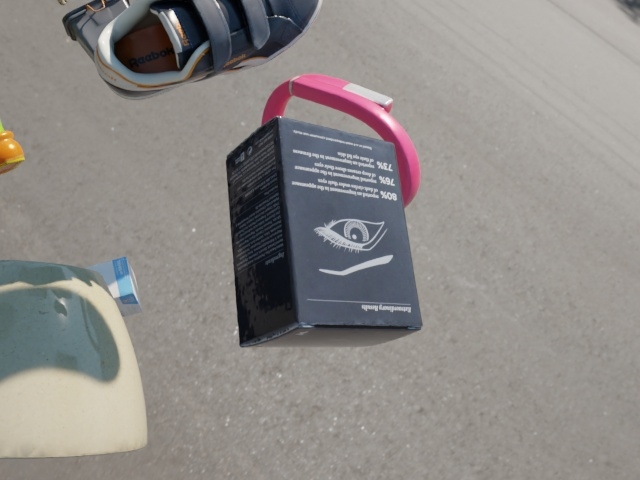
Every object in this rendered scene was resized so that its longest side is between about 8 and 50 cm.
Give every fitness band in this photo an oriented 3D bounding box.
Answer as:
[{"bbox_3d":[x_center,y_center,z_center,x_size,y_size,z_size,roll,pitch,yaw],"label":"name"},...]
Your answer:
[{"bbox_3d":[0.024,-0.141,1.061,0.291,0.209,0.054,26,41,27],"label":"fitness band"}]

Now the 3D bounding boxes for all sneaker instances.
[{"bbox_3d":[-0.138,-0.277,0.885,0.321,0.127,0.126,-28,94,-4],"label":"sneaker"}]

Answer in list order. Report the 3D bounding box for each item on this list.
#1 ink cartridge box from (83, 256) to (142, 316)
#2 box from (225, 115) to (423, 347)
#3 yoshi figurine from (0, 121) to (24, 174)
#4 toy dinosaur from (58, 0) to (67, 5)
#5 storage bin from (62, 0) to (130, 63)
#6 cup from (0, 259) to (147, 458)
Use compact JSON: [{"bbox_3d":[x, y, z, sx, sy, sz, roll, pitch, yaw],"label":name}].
[{"bbox_3d":[-0.444,0.107,1.369,0.143,0.092,0.089,-14,61,-10],"label":"ink cartridge box"},{"bbox_3d":[0.000,0.000,0.685,0.153,0.108,0.207,8,68,-35],"label":"box"},{"bbox_3d":[-0.651,-0.249,1.091,0.362,0.203,0.203,65,-4,-14],"label":"yoshi figurine"},{"bbox_3d":[-0.445,-0.446,1.053,0.183,0.053,0.092,40,54,4],"label":"toy dinosaur"},{"bbox_3d":[-0.409,-0.407,1.311,0.135,0.098,0.091,-33,83,-15],"label":"storage bin"},{"bbox_3d":[-0.396,0.155,0.922,0.331,0.331,0.236,7,78,-28],"label":"cup"}]
